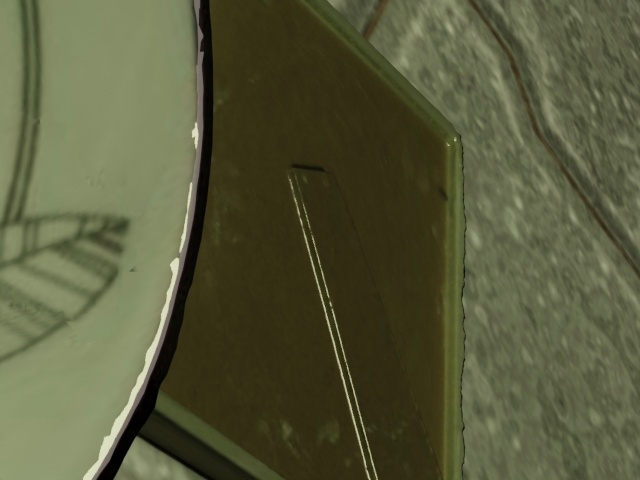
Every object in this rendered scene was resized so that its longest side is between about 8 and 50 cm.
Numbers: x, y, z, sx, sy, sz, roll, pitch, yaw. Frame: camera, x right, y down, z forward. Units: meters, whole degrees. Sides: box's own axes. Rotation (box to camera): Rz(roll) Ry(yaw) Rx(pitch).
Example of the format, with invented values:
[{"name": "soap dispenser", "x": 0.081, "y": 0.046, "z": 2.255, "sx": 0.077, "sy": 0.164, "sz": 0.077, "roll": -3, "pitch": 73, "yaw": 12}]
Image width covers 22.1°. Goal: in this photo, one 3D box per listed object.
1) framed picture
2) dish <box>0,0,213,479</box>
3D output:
[{"name": "framed picture", "x": -0.001, "y": 0.000, "z": 0.668, "sx": 0.192, "sy": 0.018, "sz": 0.265, "roll": 40, "pitch": 38, "yaw": -34}, {"name": "dish", "x": -0.165, "y": -0.041, "z": 0.329, "sx": 0.316, "sy": 0.106, "sz": 0.316, "roll": 1, "pitch": 89, "yaw": -47}]
